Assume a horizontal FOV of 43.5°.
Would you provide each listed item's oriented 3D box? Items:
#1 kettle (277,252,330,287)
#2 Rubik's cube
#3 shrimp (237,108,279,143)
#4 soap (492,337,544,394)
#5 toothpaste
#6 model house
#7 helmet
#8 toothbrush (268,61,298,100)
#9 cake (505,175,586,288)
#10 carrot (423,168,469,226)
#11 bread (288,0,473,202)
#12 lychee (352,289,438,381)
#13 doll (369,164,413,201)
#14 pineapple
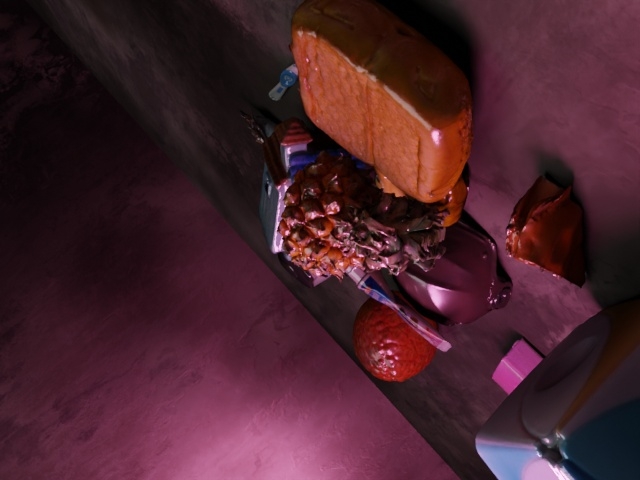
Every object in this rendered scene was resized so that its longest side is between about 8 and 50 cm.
[{"bbox_3d":[0.000,0.000,2.084,0.161,0.236,0.221,56,165,-30],"label":"kettle"},{"bbox_3d":[0.485,0.312,1.194,0.351,0.347,0.352,48,167,2],"label":"Rubik's cube"},{"bbox_3d":[-0.148,-0.288,2.107,0.090,0.079,0.233,4,-147,-51],"label":"shrimp"},{"bbox_3d":[0.508,0.353,1.802,0.259,0.081,0.181,44,166,18],"label":"soap"},{"bbox_3d":[0.158,0.130,1.625,0.266,0.061,0.096,43,171,10],"label":"toothpaste"},{"bbox_3d":[-0.015,-0.160,1.826,0.295,0.252,0.329,-112,17,-53],"label":"model house"},{"bbox_3d":[0.254,0.080,1.653,0.225,0.177,0.305,32,157,45],"label":"helmet"},{"bbox_3d":[-0.069,-0.360,1.763,0.040,0.040,0.386,50,170,-7],"label":"toothbrush"},{"bbox_3d":[0.363,0.016,1.291,0.098,0.135,0.287,22,162,33],"label":"cake"},{"bbox_3d":[0.230,-0.080,1.482,0.082,0.082,0.173,43,165,22],"label":"carrot"},{"bbox_3d":[0.115,-0.231,1.293,0.328,0.148,0.337,38,167,20],"label":"bread"},{"bbox_3d":[0.206,0.254,2.195,0.255,0.300,0.255,15,139,13],"label":"lychee"},{"bbox_3d":[0.126,-0.153,1.594,0.117,0.086,0.291,50,173,42],"label":"doll"},{"bbox_3d":[0.102,-0.027,1.445,0.272,0.262,0.262,15,146,44],"label":"pineapple"}]
